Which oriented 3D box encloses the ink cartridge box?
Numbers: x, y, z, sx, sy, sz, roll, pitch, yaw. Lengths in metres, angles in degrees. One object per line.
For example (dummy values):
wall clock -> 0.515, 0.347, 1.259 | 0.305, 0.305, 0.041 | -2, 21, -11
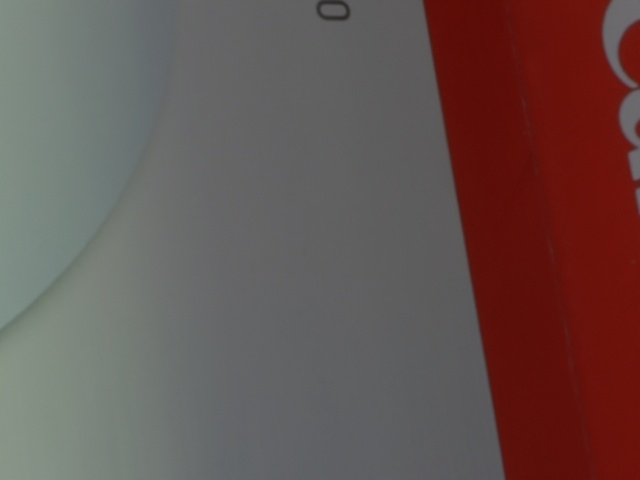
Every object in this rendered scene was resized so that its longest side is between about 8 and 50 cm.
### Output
ink cartridge box -> 0.000, 0.000, 0.476 | 0.385, 0.308, 0.091 | -11, 169, 8
